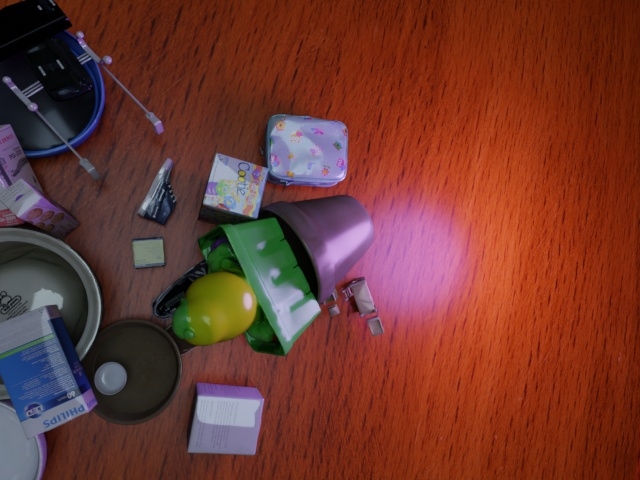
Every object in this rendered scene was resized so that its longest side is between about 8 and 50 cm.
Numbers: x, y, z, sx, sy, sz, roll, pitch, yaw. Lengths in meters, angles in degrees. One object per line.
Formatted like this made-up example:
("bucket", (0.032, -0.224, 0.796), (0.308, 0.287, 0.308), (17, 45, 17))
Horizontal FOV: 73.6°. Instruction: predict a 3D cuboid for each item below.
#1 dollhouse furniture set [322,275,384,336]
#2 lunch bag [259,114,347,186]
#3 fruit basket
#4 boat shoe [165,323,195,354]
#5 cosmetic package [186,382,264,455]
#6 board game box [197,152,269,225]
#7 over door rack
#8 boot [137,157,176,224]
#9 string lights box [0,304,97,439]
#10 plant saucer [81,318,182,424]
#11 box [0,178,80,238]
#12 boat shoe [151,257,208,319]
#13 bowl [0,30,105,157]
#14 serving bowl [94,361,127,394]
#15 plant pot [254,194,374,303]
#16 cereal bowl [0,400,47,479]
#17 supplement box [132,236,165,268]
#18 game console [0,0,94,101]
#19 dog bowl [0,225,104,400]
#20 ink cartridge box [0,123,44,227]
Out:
("dollhouse furniture set", (0.102, 0.233, 1.412), (0.161, 0.101, 0.181), (-20, 92, 5))
("lunch bag", (-0.055, -0.281, 1.384), (0.280, 0.108, 0.223), (1, 89, -17))
("fruit basket", (-0.222, 0.147, 1.100), (0.393, 0.283, 0.391), (6, 77, -29))
("boat shoe", (-0.359, 0.257, 1.233), (0.258, 0.095, 0.095), (-32, 95, -19))
("cosmetic package", (-0.271, 0.500, 1.208), (0.184, 0.151, 0.151), (12, 81, -17))
("board game box", (-0.256, -0.126, 1.211), (0.142, 0.275, 0.144), (15, 80, -17))
("over door rack", (-0.614, -0.361, 1.124), (0.239, 0.108, 0.324), (-43, 99, -17))
("boot", (-0.458, -0.143, 1.262), (0.086, 0.069, 0.189), (27, 85, -22))
("string lights box", (-0.630, 0.291, 0.969), (0.134, 0.077, 0.259), (-22, 90, -14))
("plant saucer", (-0.510, 0.353, 1.164), (0.278, 0.041, 0.277), (0, 80, 1))
("box", (-0.671, -0.069, 1.040), (0.063, 0.324, 0.067), (46, 72, -6))
("boat shoe", (-0.354, 0.121, 1.244), (0.301, 0.102, 0.108), (-35, 96, -18))
("bowl", (-0.801, -0.410, 1.163), (0.392, 0.077, 0.390), (2, 84, -19))
("serving bowl", (-0.549, 0.362, 1.128), (0.084, 0.027, 0.083), (0, 80, 0))
("plant pot", (0.000, 0.000, 1.280), (0.281, 0.323, 0.322), (-28, 94, -29))
("cereal bowl", (-0.839, 0.526, 1.021), (0.340, 0.141, 0.338), (2, 85, -19))
("supplement box", (-0.493, 0.036, 1.231), (0.084, 0.056, 0.083), (-5, 86, -19))
("game console", (-0.700, -0.469, 1.063), (0.213, 0.044, 0.361), (-36, 72, -13))
("dog bowl", (-0.748, 0.175, 1.069), (0.409, 0.150, 0.407), (1, 84, -13))
("ink cartridge box", (-0.788, -0.158, 1.049), (0.093, 0.158, 0.217), (-13, 119, -4))
